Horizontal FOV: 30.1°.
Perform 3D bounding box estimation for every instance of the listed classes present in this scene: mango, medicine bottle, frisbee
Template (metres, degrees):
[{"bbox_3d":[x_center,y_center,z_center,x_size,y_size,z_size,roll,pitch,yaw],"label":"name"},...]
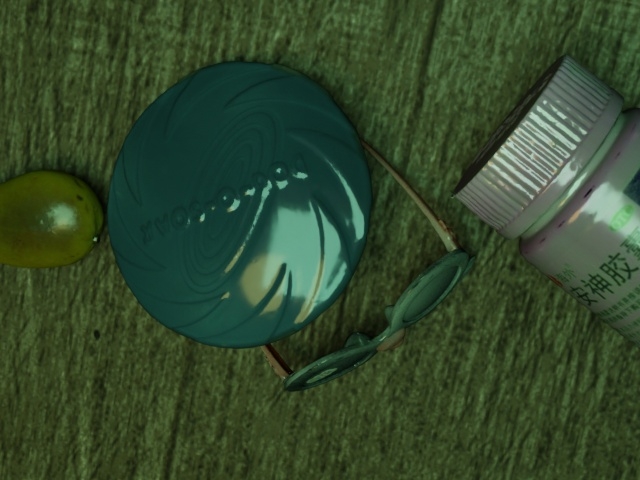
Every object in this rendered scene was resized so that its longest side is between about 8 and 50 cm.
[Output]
[{"bbox_3d":[-0.303,-0.021,1.240,0.161,0.076,0.103,-3,106,12],"label":"mango"},{"bbox_3d":[0.286,-0.020,1.104,0.290,0.178,0.178,39,104,-2],"label":"medicine bottle"},{"bbox_3d":[-0.090,-0.038,1.171,0.289,0.049,0.289,-2,85,19],"label":"frisbee"}]

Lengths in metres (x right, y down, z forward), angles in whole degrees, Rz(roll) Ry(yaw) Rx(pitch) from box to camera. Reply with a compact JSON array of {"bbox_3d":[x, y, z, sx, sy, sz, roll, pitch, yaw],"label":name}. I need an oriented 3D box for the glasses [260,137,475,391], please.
[{"bbox_3d":[0.000,0.000,1.223,0.234,0.118,0.268,-39,74,15],"label":"glasses"}]
